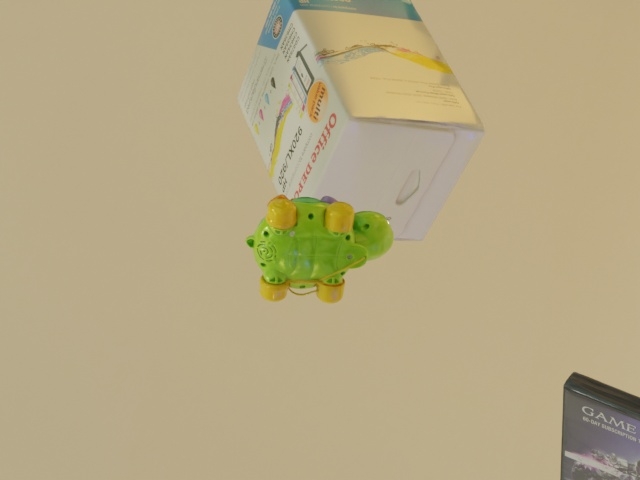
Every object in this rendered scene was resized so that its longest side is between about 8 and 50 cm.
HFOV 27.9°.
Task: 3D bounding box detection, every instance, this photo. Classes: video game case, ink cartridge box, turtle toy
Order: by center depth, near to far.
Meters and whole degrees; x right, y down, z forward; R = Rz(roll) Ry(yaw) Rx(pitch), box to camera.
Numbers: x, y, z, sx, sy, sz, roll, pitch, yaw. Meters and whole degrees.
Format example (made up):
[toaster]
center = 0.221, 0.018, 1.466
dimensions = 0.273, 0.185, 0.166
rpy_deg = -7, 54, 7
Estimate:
[turtle toy]
center = 0.000, 0.000, 1.102
dimensions = 0.130, 0.095, 0.066
rpy_deg = 2, -150, -10
[video game case]
center = 0.317, 0.255, 1.208
dimensions = 0.196, 0.274, 0.026
rpy_deg = 21, -132, 28
[ink cartridge box]
center = 0.037, -0.138, 1.408
dimensions = 0.168, 0.171, 0.232
rpy_deg = 1, -136, -27
